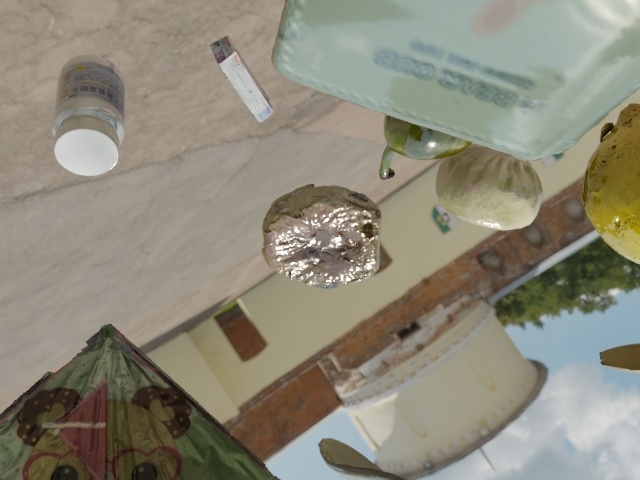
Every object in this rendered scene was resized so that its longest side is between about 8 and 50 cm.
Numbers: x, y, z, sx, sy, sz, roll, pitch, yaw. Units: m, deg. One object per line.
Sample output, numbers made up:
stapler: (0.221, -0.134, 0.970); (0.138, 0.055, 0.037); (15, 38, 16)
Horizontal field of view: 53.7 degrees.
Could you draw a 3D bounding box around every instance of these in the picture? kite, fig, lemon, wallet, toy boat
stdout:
kite: (-0.140, 0.175, 0.407); (0.323, 0.267, 0.013); (0, 145, -20)
fig: (0.151, -0.190, 1.055); (0.151, 0.151, 0.259); (-31, -176, -29)
lemon: (0.390, -0.059, 0.713); (0.174, 0.206, 0.173); (-31, 174, -3)
wallet: (0.107, -0.173, 0.317); (0.360, 0.252, 0.083); (122, -17, -62)
toy boat: (0.511, 0.184, 0.985); (0.149, 0.047, 0.049); (-9, 162, 41)

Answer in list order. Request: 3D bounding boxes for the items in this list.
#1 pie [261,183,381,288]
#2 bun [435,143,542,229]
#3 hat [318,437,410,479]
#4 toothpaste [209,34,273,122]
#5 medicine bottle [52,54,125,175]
pie: (0.000, 0.000, 0.918); (0.195, 0.195, 0.046); (-36, -149, 33)
bun: (0.298, -0.109, 1.116); (0.193, 0.179, 0.127); (-81, 180, -63)
hat: (0.088, 0.303, 0.601); (0.214, 0.245, 0.149); (-15, -129, 68)
toothpaste: (-0.134, -0.279, 1.115); (0.040, 0.047, 0.196); (-28, 155, 5)
medicine bottle: (-0.352, -0.193, 0.966); (0.103, 0.186, 0.102); (-8, 138, -7)
